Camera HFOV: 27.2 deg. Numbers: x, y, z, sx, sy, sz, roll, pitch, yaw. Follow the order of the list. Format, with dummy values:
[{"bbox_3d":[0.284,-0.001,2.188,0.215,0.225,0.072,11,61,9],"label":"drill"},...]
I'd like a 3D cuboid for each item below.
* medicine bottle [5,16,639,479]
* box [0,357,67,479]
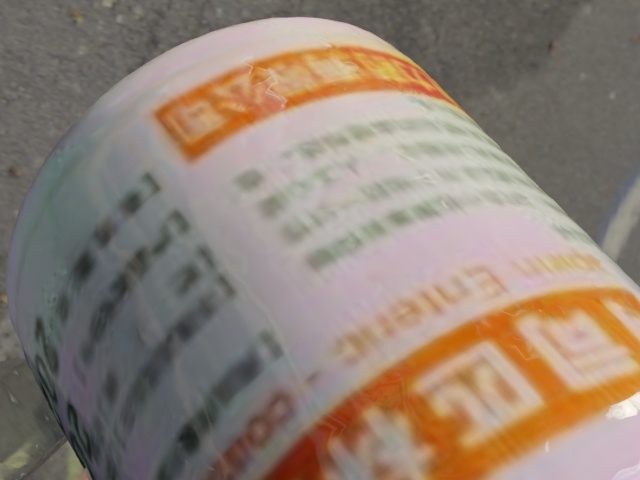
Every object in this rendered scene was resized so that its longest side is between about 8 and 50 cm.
[{"bbox_3d":[0.050,0.104,0.474,0.219,0.388,0.219,-21,139,-20],"label":"medicine bottle"},{"bbox_3d":[-0.340,0.197,0.771,0.091,0.359,0.350,60,11,-3],"label":"box"}]
